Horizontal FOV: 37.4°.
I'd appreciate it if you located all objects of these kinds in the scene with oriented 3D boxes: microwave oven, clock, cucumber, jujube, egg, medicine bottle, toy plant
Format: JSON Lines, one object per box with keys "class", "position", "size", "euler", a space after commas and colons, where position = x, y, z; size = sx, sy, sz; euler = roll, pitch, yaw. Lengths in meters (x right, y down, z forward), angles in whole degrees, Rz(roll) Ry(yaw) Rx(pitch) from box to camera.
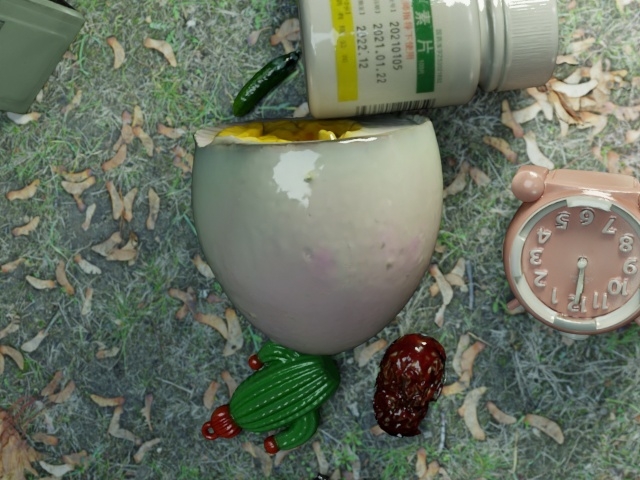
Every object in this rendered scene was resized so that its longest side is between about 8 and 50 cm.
{"class": "microwave oven", "position": [-0.566, -0.349, 1.518], "size": [0.181, 0.295, 0.237], "euler": [41, 102, 11]}
{"class": "clock", "position": [0.374, 0.020, 1.339], "size": [0.227, 0.142, 0.241], "euler": [7, 103, 17]}
{"class": "cucumber", "position": [-0.089, -0.258, 1.513], "size": [0.155, 0.037, 0.037], "euler": [-41, 80, 13]}
{"class": "jujube", "position": [0.127, 0.216, 1.431], "size": [0.104, 0.104, 0.166], "euler": [25, 100, 15]}
{"class": "egg", "position": [0.000, 0.000, 1.339], "size": [0.354, 0.354, 0.340], "euler": [0, 104, 17]}
{"class": "medicine bottle", "position": [0.142, -0.288, 1.320], "size": [0.339, 0.208, 0.208], "euler": [-6, 90, -1]}
{"class": "toy plant", "position": [-0.071, 0.261, 1.499], "size": [0.154, 0.088, 0.240], "euler": [33, 108, -2]}

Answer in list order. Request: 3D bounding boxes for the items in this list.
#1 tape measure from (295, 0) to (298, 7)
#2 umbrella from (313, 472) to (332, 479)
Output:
{"class": "tape measure", "position": [0.035, -0.388, 1.443], "size": [0.154, 0.087, 0.177], "euler": [-31, 88, 6]}
{"class": "umbrella", "position": [0.026, 0.405, 1.487], "size": [0.224, 0.080, 0.071], "euler": [-4, 56, 14]}
